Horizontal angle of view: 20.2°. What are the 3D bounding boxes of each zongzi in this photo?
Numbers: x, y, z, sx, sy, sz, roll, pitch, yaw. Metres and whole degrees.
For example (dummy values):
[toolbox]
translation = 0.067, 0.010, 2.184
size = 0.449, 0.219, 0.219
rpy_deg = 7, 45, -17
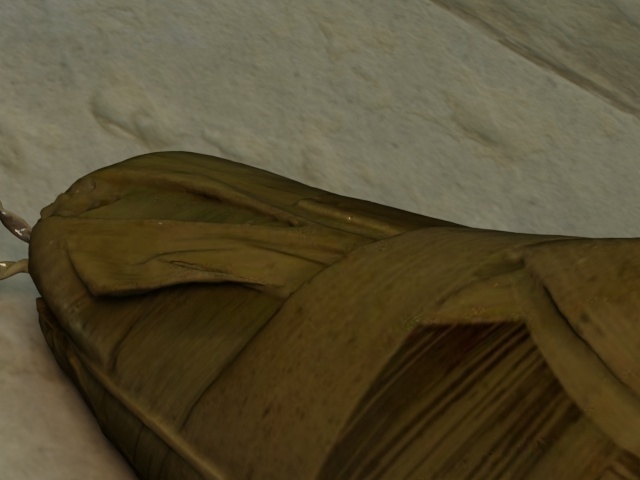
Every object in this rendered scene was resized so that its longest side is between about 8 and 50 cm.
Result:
[zongzi]
translation = 0.016, -0.008, 0.953
size = 0.218, 0.467, 0.500
rpy_deg = -25, 60, -41
